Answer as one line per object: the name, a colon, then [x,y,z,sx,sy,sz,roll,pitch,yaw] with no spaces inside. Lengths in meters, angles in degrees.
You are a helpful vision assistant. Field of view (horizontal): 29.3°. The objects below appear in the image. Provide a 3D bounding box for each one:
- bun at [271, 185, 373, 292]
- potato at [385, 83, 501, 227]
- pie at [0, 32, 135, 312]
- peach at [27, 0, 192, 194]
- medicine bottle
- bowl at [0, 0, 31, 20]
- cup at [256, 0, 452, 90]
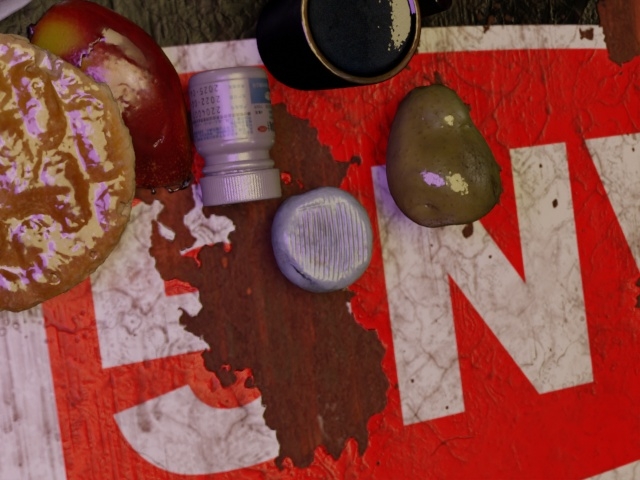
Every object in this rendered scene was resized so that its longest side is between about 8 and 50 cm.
bun: [0.000,0.000,1.611,0.141,0.083,0.141,1,85,-16]
potato: [0.159,-0.115,1.650,0.157,0.157,0.194,-13,93,-25]
pie: [-0.377,-0.074,1.408,0.339,0.083,0.339,-1,94,-18]
peach: [-0.247,-0.168,1.503,0.189,0.068,0.279,-48,108,-15]
medicine bottle: [-0.108,-0.130,1.547,0.105,0.105,0.168,-8,93,-25]
bowl: [-0.421,-0.421,1.245,0.435,0.196,0.434,-4,101,-21]
cup: [0.048,-0.265,1.582,0.239,0.177,0.166,7,85,-25]
